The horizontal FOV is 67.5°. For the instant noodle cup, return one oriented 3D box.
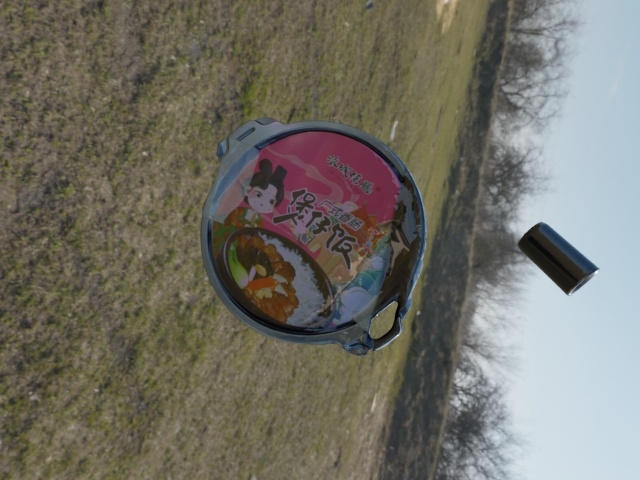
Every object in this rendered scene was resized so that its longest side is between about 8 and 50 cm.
[{"bbox_3d":[0.000,0.000,0.617,0.181,0.258,0.303,48,18,-77],"label":"instant noodle cup"}]

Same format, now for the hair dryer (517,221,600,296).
[{"bbox_3d":[0.467,0.037,0.927,0.070,0.128,0.255,-49,152,19],"label":"hair dryer"}]
